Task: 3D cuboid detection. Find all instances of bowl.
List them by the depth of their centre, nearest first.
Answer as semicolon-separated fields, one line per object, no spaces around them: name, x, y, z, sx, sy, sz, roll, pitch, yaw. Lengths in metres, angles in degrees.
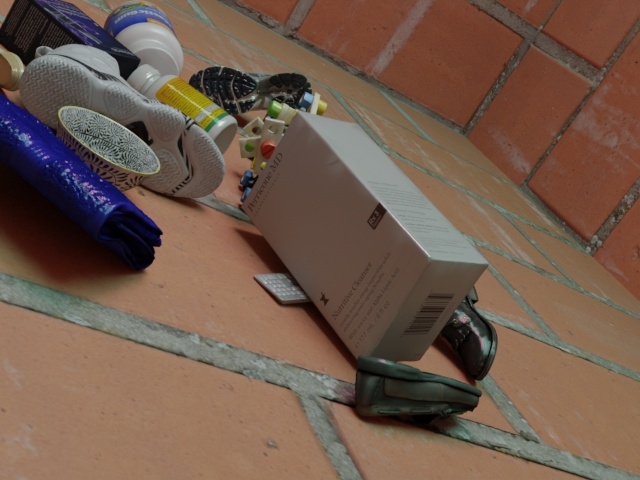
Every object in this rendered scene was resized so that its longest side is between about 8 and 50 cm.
bowl;-0.333;-0.120;1.504;0.170;0.080;0.170;31;18;-11

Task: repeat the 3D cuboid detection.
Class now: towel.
towel;-0.343;-0.096;1.298;0.308;0.076;0.228;39;-8;12

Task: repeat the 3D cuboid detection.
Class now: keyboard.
keyboard;-0.003;0.073;1.656;0.256;0.014;0.072;0;38;-51

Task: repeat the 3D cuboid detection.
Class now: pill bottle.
pill bottle;-0.269;-0.238;1.888;0.208;0.118;0.117;36;17;9
pill bottle;-0.363;-0.387;2.065;0.152;0.152;0.272;25;18;-27

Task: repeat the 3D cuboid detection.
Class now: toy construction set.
toy construction set;-0.073;-0.159;1.867;0.151;0.215;0.328;32;17;-2

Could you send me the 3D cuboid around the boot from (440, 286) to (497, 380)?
boot;0.181;0.132;1.791;0.228;0.091;0.263;14;34;-22

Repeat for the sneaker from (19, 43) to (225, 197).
sneaker;-0.325;-0.213;1.677;0.365;0.137;0.210;29;15;-25

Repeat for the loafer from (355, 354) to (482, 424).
loafer;0.137;0.229;1.462;0.096;0.084;0.267;7;-11;44

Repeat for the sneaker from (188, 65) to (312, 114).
sneaker;-0.166;-0.341;2.334;0.282;0.110;0.122;4;5;-9

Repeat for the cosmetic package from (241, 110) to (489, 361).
cosmetic package;0.060;-0.010;1.610;0.156;0.217;0.385;5;34;-46

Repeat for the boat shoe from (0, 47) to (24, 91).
boat shoe;-0.543;-0.293;1.635;0.170;0.063;0.059;35;16;37

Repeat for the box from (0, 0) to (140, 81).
box;-0.466;-0.355;1.861;0.207;0.108;0.153;39;17;18

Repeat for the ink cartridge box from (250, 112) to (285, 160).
ink cartridge box;-0.070;-0.213;2.289;0.165;0.065;0.333;31;18;-8
